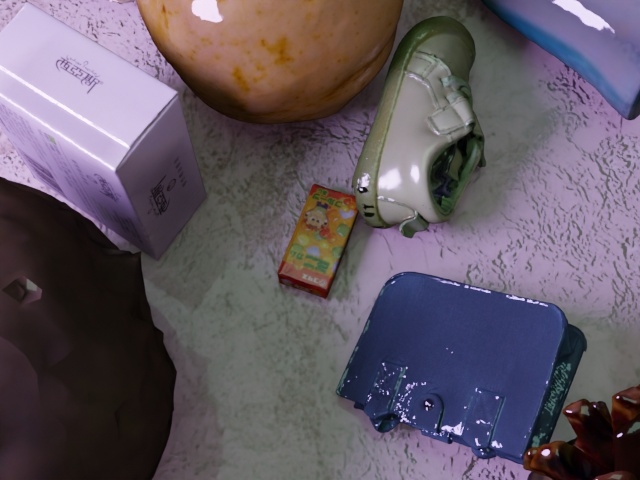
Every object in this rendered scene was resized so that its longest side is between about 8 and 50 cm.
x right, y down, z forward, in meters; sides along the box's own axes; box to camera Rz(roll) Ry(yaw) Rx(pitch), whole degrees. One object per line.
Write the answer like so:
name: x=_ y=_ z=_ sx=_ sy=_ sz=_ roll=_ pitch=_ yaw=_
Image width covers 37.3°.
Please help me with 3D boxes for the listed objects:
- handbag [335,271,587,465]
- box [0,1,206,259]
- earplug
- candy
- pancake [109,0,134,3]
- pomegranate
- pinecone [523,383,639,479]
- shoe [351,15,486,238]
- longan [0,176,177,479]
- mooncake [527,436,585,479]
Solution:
handbag: x=0.142 y=0.134 z=0.992 sx=0.229 sy=0.062 sz=0.179 roll=13 pitch=69 yaw=38
box: x=-0.242 y=-0.107 z=1.029 sx=0.194 sy=0.260 sz=0.111 roll=33 pitch=71 yaw=10
earplug: x=0.295 y=-0.310 z=1.139 sx=0.324 sy=0.185 sz=0.185 roll=39 pitch=76 yaw=18
candy: x=0.000 y=0.000 z=1.102 sx=0.062 sy=0.038 sz=0.122 roll=19 pitch=73 yaw=7
pancake: x=-0.246 y=-0.460 z=1.250 sx=0.356 sy=0.065 sz=0.356 roll=2 pitch=71 yaw=-5
pomegranate: x=-0.036 y=-0.294 z=1.066 sx=0.342 sy=0.342 sz=0.343 roll=0 pitch=71 yaw=1
pinecone: x=0.262 y=0.233 z=0.742 sx=0.264 sy=0.264 sz=0.264 roll=0 pitch=71 yaw=1
shoe: x=0.130 y=-0.124 z=1.099 sx=0.128 sy=0.140 sz=0.262 roll=23 pitch=78 yaw=19
longan: x=-0.317 y=0.126 z=0.893 sx=0.391 sy=0.391 sz=0.391 roll=0 pitch=71 yaw=1
mooncake: x=0.318 y=0.321 z=0.920 sx=0.290 sy=0.161 sz=0.291 roll=0 pitch=72 yaw=0
